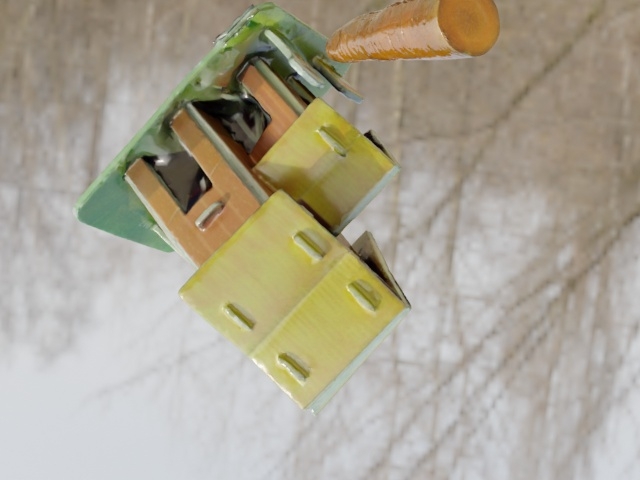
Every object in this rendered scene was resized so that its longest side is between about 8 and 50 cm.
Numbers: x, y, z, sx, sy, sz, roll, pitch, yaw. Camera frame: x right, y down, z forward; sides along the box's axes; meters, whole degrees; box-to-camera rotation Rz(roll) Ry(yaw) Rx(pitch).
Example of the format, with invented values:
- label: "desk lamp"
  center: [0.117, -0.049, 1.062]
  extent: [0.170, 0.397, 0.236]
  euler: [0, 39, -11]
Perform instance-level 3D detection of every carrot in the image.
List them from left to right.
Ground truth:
- label: "carrot"
  center: [0.062, -0.170, 1.400]
  extent: [0.061, 0.061, 0.210]
  euler: [2, 178, -32]

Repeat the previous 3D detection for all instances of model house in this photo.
- label: "model house"
  center: [0.000, 0.000, 1.750]
  extent: [0.323, 0.300, 0.340]
  euler: [51, -167, 29]
